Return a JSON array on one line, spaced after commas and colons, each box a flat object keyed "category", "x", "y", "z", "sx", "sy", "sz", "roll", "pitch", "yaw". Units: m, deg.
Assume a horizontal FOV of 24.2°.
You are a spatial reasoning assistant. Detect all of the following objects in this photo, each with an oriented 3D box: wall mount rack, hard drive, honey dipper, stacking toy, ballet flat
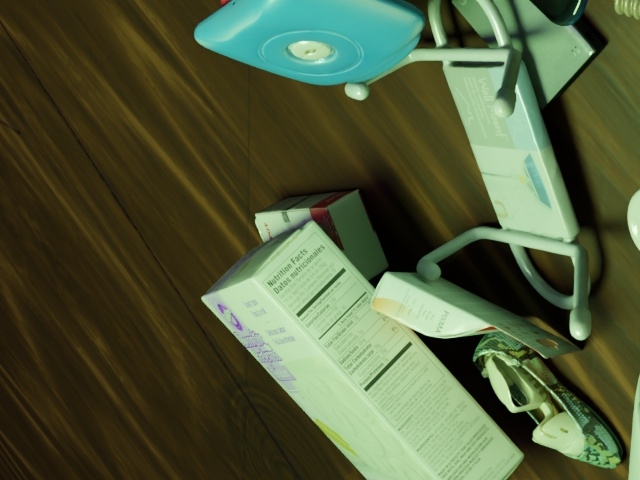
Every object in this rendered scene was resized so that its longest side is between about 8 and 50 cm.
[{"category": "wall mount rack", "x": 0.159, "y": -0.058, "z": 1.343, "sx": 0.304, "sy": 0.130, "sz": 0.350, "roll": 15, "pitch": 131, "yaw": 62}, {"category": "hard drive", "x": 0.185, "y": -0.197, "z": 1.347, "sx": 0.135, "sy": 0.022, "sz": 0.094, "roll": 52, "pitch": 144, "yaw": 11}, {"category": "honey dipper", "x": 0.218, "y": -0.217, "z": 1.270, "sx": 0.160, "sy": 0.030, "sz": 0.031, "roll": 22, "pitch": 130, "yaw": 32}, {"category": "stacking toy", "x": -0.003, "y": -0.305, "z": 1.356, "sx": 0.175, "sy": 0.165, "sz": 0.302, "roll": -24, "pitch": 59, "yaw": 52}, {"category": "ballet flat", "x": 0.225, "y": 0.171, "z": 1.526, "sx": 0.188, "sy": 0.070, "sz": 0.070, "roll": 47, "pitch": 143, "yaw": 16}]

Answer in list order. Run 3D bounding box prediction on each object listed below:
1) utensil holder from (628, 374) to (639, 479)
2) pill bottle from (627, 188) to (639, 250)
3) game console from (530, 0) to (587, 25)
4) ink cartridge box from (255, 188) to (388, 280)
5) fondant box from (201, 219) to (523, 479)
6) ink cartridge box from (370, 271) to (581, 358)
[{"category": "utensil holder", "x": 0.383, "y": 0.251, "z": 1.112, "sx": 0.327, "sy": 0.327, "sz": 0.386, "roll": 29, "pitch": 146, "yaw": 35}, {"category": "pill bottle", "x": 0.317, "y": -0.036, "z": 1.204, "sx": 0.078, "sy": 0.137, "sz": 0.078, "roll": 31, "pitch": 137, "yaw": 34}, {"category": "game console", "x": 0.087, "y": -0.328, "z": 1.051, "sx": 0.173, "sy": 0.250, "sz": 0.293, "roll": -51, "pitch": 47, "yaw": 17}, {"category": "ink cartridge box", "x": 0.000, "y": 0.000, "z": 1.680, "sx": 0.135, "sy": 0.056, "sz": 0.099, "roll": -3, "pitch": 113, "yaw": 52}, {"category": "fondant box", "x": 0.037, "y": 0.142, "z": 1.595, "sx": 0.330, "sy": 0.096, "sz": 0.238, "roll": 49, "pitch": 163, "yaw": -6}, {"category": "ink cartridge box", "x": 0.154, "y": 0.086, "z": 1.465, "sx": 0.179, "sy": 0.145, "sz": 0.045, "roll": 30, "pitch": 100, "yaw": 21}]
